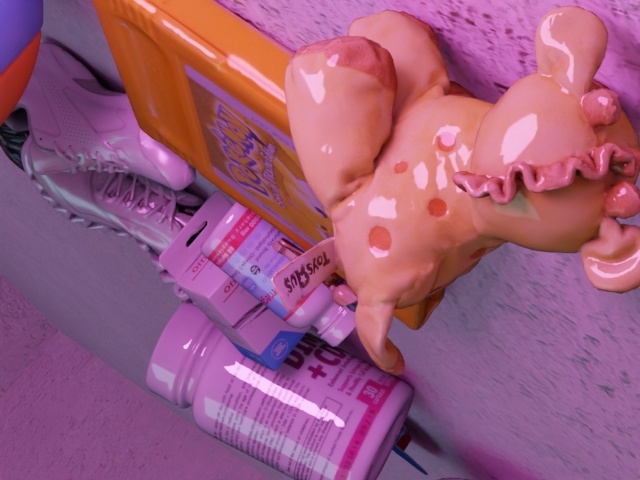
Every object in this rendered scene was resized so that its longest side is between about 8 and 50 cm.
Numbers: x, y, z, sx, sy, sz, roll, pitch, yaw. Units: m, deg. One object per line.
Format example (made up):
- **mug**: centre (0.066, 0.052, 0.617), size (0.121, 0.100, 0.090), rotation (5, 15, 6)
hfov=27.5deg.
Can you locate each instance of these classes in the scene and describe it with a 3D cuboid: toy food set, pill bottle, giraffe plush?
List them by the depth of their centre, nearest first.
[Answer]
- **giraffe plush**: centre (0.088, -0.041, 0.676), size (0.170, 0.210, 0.181), rotation (-16, 119, 32)
- **toy food set**: centre (0.003, 0.034, 1.163), size (0.122, 0.019, 0.078), rotation (33, -173, -14)
- **pill bottle**: centre (-0.028, 0.026, 1.243), size (0.160, 0.087, 0.087), rotation (39, 165, -3)
- **pill bottle**: centre (-0.049, 0.179, 1.526), size (0.283, 0.160, 0.160), rotation (26, 163, 12)

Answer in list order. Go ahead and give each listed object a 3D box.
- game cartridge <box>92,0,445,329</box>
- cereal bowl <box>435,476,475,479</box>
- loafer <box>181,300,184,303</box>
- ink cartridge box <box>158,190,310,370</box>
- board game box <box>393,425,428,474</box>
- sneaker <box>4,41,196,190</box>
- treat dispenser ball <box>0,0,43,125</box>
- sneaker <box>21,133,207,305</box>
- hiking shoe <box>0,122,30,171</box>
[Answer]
- **game cartridge**: centre (-0.035, -0.072, 1.041), size (0.324, 0.052, 0.285), rotation (34, 164, 13)
- **cereal bowl**: centre (0.246, 0.398, 1.582), size (0.339, 0.141, 0.339), rotation (35, 164, 11)
- **loafer**: centre (-0.069, 0.172, 1.726), size (0.111, 0.112, 0.319), rotation (34, 166, 51)
- **ink cartridge box**: centre (-0.077, 0.044, 1.376), size (0.060, 0.104, 0.180), rotation (24, 160, 45)
- **board game box**: centre (0.086, 0.247, 1.735), size (0.169, 0.033, 0.133), rotation (33, 170, 39)
- **sneaker**: centre (-0.226, -0.096, 1.292), size (0.232, 0.115, 0.090), rotation (32, 164, 26)
- **treat dispenser ball**: centre (-0.364, -0.185, 1.027), size (0.288, 0.288, 0.288), rotation (36, 165, 11)
- **sneaker**: centre (-0.190, -0.039, 1.434), size (0.292, 0.110, 0.118), rotation (36, 160, -21)
- **hiking shoe**: centre (-0.331, -0.138, 1.480), size (0.227, 0.086, 0.114), rotation (48, 166, -27)
